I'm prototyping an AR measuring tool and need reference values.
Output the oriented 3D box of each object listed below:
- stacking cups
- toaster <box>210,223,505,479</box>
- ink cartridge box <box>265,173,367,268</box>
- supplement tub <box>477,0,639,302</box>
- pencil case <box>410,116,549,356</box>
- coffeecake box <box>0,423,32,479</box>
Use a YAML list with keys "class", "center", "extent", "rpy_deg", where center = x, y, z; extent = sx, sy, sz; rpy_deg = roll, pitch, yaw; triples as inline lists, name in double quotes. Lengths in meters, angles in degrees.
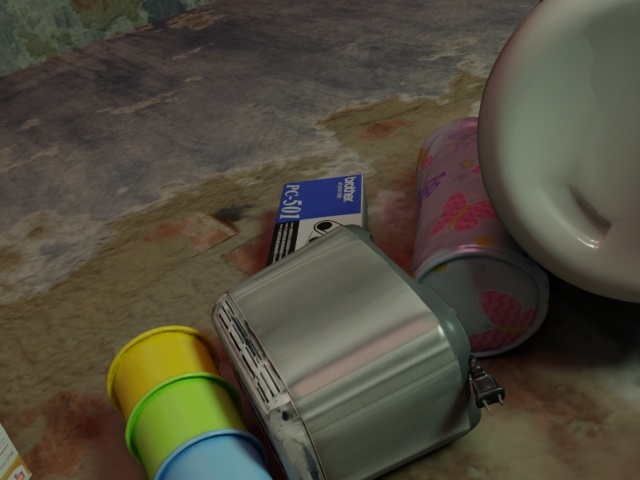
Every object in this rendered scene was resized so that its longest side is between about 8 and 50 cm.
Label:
- class: "stacking cups"
  center: [-0.067, 0.182, 0.466]
  extent: [0.096, 0.096, 0.316]
  rpy_deg: [-22, 35, -14]
- class: "toaster"
  center: [0.015, 0.092, 0.536]
  extent: [0.146, 0.129, 0.227]
  rpy_deg: [-26, 35, -13]
- class: "ink cartridge box"
  center: [0.000, 0.000, 0.766]
  extent: [0.097, 0.046, 0.207]
  rpy_deg: [-6, 31, 9]
- class: "supplement tub"
  center: [0.269, -0.117, 0.593]
  extent: [0.240, 0.241, 0.331]
  rpy_deg: [0, 21, 20]
- class: "pencil case"
  center: [0.141, -0.015, 0.674]
  extent: [0.124, 0.114, 0.273]
  rpy_deg: [-21, 27, 21]
- class: "coffeecake box"
  center: [-0.327, 0.135, 0.534]
  extent: [0.142, 0.186, 0.068]
  rpy_deg: [-2, 33, 18]
